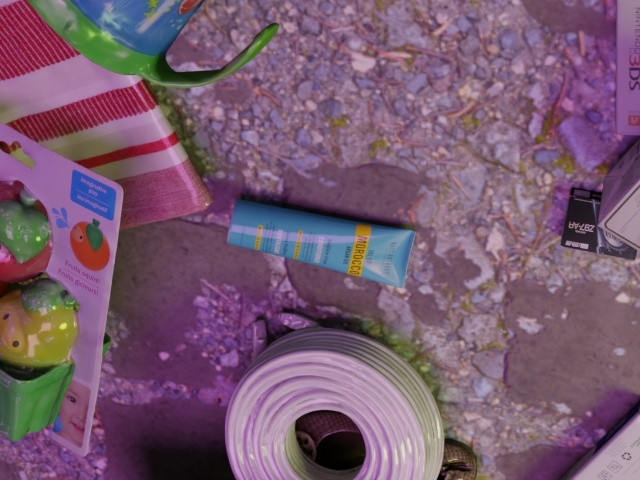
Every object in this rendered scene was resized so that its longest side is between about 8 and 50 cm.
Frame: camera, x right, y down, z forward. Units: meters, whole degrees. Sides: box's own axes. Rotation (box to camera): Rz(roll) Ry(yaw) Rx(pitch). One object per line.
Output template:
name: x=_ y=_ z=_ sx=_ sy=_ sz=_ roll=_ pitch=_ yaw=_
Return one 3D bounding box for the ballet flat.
ballet flat: x=0.066 y=0.263 z=1.993 sx=0.250 sy=0.058 sz=0.084 roll=11 pitch=123 yaw=9

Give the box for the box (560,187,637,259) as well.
box: x=0.306 y=-0.018 z=1.777 sx=0.083 sy=0.018 sz=0.067 roll=11 pitch=123 yaw=8

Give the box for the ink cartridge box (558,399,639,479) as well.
ink cartridge box: x=0.398 y=0.325 z=1.938 sx=0.224 sy=0.045 sz=0.223 roll=38 pitch=123 yaw=-1

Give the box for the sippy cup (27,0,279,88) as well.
sippy cup: x=-0.168 y=-0.317 z=1.609 sx=0.224 sy=0.240 sz=0.305 roll=-35 pitch=130 yaw=20

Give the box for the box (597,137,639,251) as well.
box: x=0.450 y=-0.020 z=1.678 sx=0.290 sy=0.087 sz=0.169 roll=31 pitch=129 yaw=-10

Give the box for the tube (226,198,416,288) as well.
tube: x=0.000 y=0.000 z=1.858 sx=0.207 sy=0.052 sz=0.080 roll=12 pitch=130 yaw=1

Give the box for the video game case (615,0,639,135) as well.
video game case: x=0.402 y=-0.191 z=1.641 sx=0.212 sy=0.023 sz=0.193 roll=2 pitch=122 yaw=14

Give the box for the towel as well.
towel: x=-0.286 y=-0.148 z=1.817 sx=0.237 sy=0.037 sz=0.329 roll=-13 pitch=117 yaw=35

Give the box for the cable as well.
cable: x=0.015 y=0.229 z=1.925 sx=0.257 sy=0.089 sz=0.257 roll=12 pitch=109 yaw=13

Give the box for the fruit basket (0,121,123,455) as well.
fruit basket: x=-0.369 y=0.036 z=1.864 sx=0.327 sy=0.165 sz=0.353 roll=27 pitch=127 yaw=27
